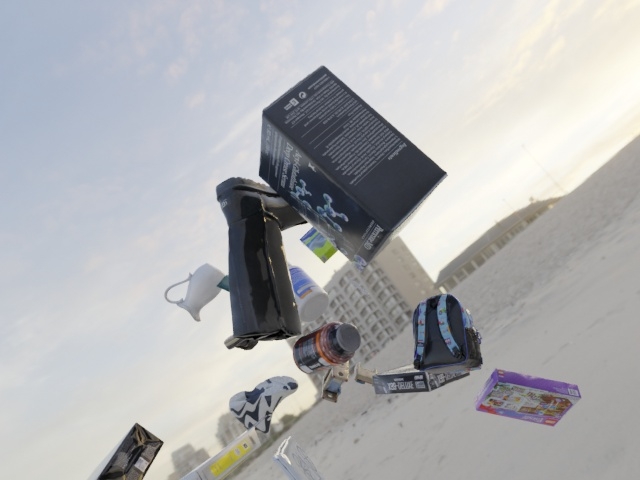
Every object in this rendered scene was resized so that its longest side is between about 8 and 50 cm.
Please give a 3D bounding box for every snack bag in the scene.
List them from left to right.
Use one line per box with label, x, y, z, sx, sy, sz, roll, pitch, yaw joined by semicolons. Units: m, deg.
snack bag;0.012;0.641;1.193;0.037;0.342;0.323;-40;-11;-10

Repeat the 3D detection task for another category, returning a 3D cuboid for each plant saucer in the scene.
plant saucer;-0.233;0.164;1.550;0.192;0.018;0.067;27;-49;-21

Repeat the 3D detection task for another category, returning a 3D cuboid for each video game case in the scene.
video game case;0.146;0.175;1.800;0.011;0.087;0.122;-49;-12;-2

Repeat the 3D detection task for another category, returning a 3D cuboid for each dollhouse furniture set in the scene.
dollhouse furniture set;0.115;0.565;1.917;0.129;0.183;0.130;-80;11;-64

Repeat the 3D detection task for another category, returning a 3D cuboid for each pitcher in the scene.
pitcher;-0.480;0.181;1.864;0.207;0.177;0.125;-58;15;-6

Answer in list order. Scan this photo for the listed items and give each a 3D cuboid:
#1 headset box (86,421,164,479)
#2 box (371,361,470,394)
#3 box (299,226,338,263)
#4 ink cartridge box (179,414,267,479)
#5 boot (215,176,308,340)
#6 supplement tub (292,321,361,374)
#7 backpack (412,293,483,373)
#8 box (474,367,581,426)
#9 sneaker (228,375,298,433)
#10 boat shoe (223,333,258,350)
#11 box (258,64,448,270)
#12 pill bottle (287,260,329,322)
headset box;-0.609;0.705;1.387;0.293;0.110;0.218;-47;8;20
box;0.385;0.512;1.840;0.242;0.077;0.307;-20;-14;42
box;0.000;0.000;1.784;0.109;0.178;0.042;-43;-50;-6
ink cartridge box;-0.303;0.631;1.311;0.303;0.072;0.307;-44;-17;25
boot;-0.112;0.062;1.392;0.366;0.446;0.146;6;-32;-41
supplement tub;0.017;0.264;1.202;0.106;0.106;0.198;-20;-12;-38
backpack;0.300;0.223;1.161;0.116;0.174;0.158;22;-34;-37
box;0.720;0.554;1.704;0.057;0.293;0.201;-79;1;-49
sneaker;-0.165;0.545;1.580;0.234;0.153;0.094;-23;23;-5
boat shoe;-0.297;0.402;1.979;0.102;0.093;0.285;-26;-4;13
box;0.056;-0.164;1.194;0.212;0.395;0.293;-44;-9;-21
pill bottle;-0.099;0.197;1.987;0.152;0.272;0.153;-23;-46;-26
